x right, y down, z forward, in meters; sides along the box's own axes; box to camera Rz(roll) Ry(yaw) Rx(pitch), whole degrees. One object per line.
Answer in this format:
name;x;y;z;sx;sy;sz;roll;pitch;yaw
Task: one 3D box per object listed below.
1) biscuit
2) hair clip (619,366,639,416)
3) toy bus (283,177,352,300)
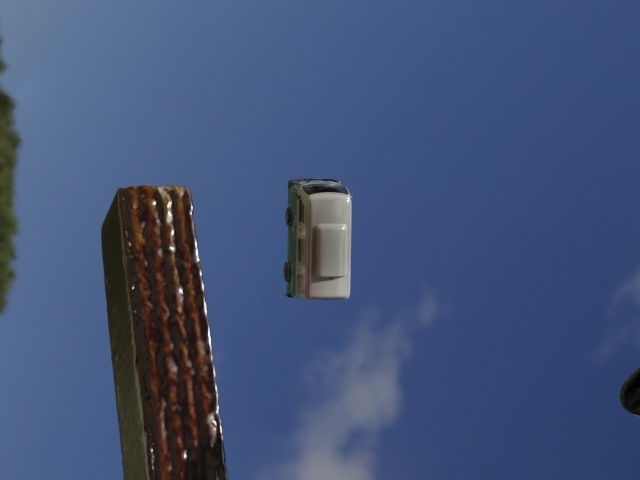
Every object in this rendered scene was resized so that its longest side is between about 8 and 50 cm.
biscuit;-0.137;0.142;1.232;0.107;0.073;0.388;129;-45;-61
hair clip;0.316;0.047;1.089;0.229;0.039;0.070;-48;-172;-26
toy bus;0.000;0.000;1.406;0.075;0.060;0.123;-161;-109;-72
